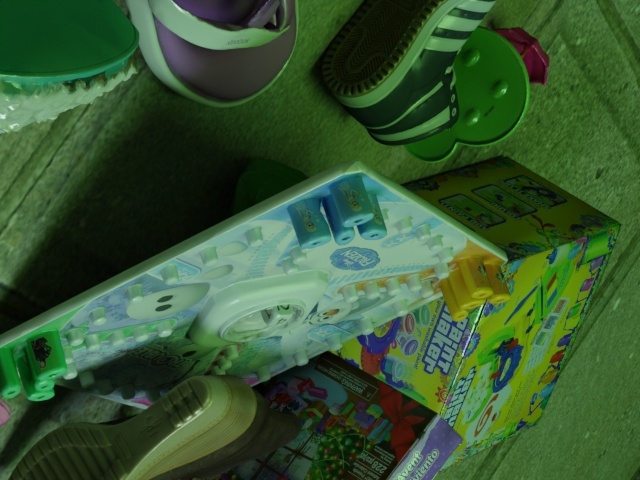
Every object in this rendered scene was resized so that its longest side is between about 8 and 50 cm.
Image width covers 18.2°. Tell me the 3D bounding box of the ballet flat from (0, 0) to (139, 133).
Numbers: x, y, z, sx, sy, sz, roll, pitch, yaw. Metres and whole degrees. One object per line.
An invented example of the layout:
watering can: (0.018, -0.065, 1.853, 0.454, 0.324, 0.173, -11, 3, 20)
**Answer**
ballet flat: (-0.308, -0.125, 1.397, 0.409, 0.147, 0.147, -9, 126, -52)

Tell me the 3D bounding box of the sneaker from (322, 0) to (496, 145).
sneaker: (0.127, -0.217, 2.005, 0.282, 0.099, 0.153, -46, 147, -7)

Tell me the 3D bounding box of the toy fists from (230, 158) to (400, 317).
toy fists: (0.000, 0.000, 1.984, 0.096, 0.142, 0.279, -53, 153, 5)

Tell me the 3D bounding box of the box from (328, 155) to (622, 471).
box: (0.164, 0.086, 2.301, 0.279, 0.177, 0.290, -16, 133, -52)

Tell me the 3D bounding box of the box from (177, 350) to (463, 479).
box: (-0.018, 0.213, 2.015, 0.201, 0.293, 0.057, -53, 130, -10)

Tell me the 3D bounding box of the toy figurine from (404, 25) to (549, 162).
toy figurine: (0.181, -0.167, 2.159, 0.173, 0.130, 0.159, -47, 170, 31)

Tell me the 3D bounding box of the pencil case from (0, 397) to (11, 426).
pencil case: (-0.358, 0.189, 1.654, 0.209, 0.098, 0.095, -49, -177, -21)

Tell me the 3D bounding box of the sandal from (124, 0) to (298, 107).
sandal: (-0.083, -0.225, 1.651, 0.169, 0.102, 0.416, -50, 152, -13)

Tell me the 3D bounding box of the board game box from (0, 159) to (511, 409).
board game box: (-0.053, 0.075, 1.839, 0.390, 0.050, 0.390, -26, 159, 17)

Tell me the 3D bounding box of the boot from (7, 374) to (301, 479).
boot: (-0.153, 0.213, 1.890, 0.248, 0.090, 0.207, -29, 156, 11)
